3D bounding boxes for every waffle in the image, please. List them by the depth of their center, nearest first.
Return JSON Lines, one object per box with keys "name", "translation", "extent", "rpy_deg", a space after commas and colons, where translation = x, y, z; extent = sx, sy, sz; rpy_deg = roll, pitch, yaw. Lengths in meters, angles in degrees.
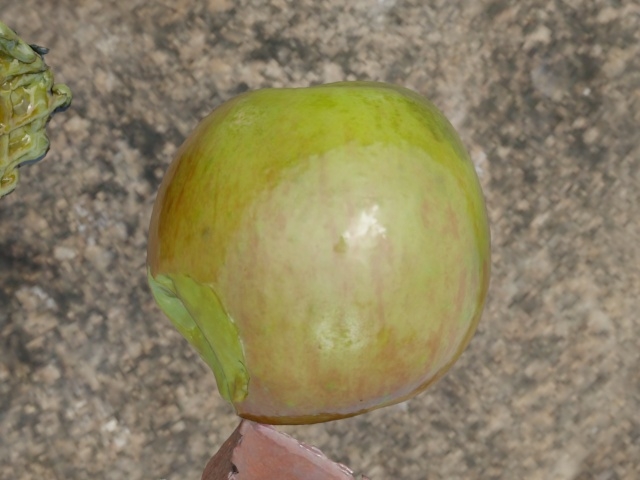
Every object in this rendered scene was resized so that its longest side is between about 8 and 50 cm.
{"name": "waffle", "translation": [-0.384, -0.095, 1.114], "extent": [0.297, 0.073, 0.317], "rpy_deg": [-48, 162, -3]}

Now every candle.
{"name": "candle", "translation": [-0.043, 0.344, 1.304], "extent": [0.131, 0.287, 0.317], "rpy_deg": [-49, 154, 23]}

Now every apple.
{"name": "apple", "translation": [0.000, 0.000, 1.102], "extent": [0.339, 0.339, 0.340], "rpy_deg": [-20, 134, -22]}

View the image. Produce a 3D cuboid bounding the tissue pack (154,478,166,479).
{"name": "tissue pack", "translation": [-0.245, 0.357, 1.539], "extent": [0.083, 0.042, 0.062], "rpy_deg": [-5, 129, -4]}
